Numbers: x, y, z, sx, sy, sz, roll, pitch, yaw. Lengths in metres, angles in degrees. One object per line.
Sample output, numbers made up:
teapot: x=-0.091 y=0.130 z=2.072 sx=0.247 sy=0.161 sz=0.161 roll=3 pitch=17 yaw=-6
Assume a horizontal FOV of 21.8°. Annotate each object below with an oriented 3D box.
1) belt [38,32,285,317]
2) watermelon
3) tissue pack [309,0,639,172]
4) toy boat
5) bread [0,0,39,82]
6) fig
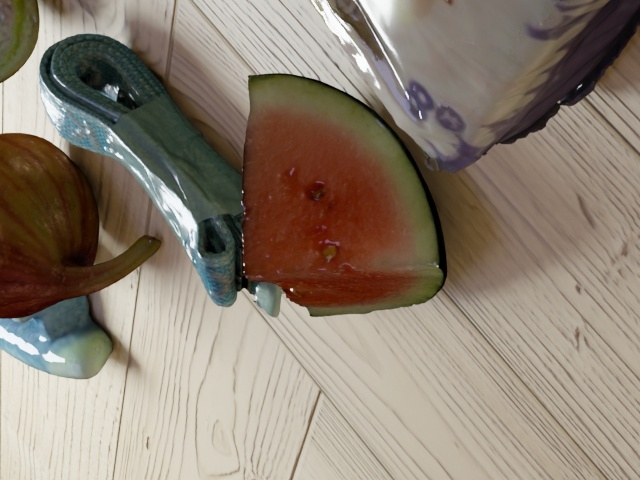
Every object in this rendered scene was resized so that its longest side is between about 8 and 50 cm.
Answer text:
belt: x=-0.124 y=-0.055 z=1.327 sx=0.302 sy=0.087 sz=0.072 roll=46 pitch=146 yaw=28
watermelon: x=0.017 y=-0.011 z=1.129 sx=0.193 sy=0.137 sz=0.145 roll=48 pitch=-175 yaw=25
tissue pack: x=0.083 y=-0.207 z=0.782 sx=0.242 sy=0.125 sz=0.343 roll=55 pitch=155 yaw=10
toy boat: x=-0.353 y=0.031 z=1.773 sx=0.330 sy=0.123 sz=0.215 roll=34 pitch=144 yaw=40
bread: x=-0.353 y=-0.259 z=1.485 sx=0.260 sy=0.158 sz=0.156 roll=55 pitch=173 yaw=-15
fig: x=-0.271 y=0.007 z=1.551 sx=0.207 sy=0.175 sz=0.175 roll=41 pitch=147 yaw=25
